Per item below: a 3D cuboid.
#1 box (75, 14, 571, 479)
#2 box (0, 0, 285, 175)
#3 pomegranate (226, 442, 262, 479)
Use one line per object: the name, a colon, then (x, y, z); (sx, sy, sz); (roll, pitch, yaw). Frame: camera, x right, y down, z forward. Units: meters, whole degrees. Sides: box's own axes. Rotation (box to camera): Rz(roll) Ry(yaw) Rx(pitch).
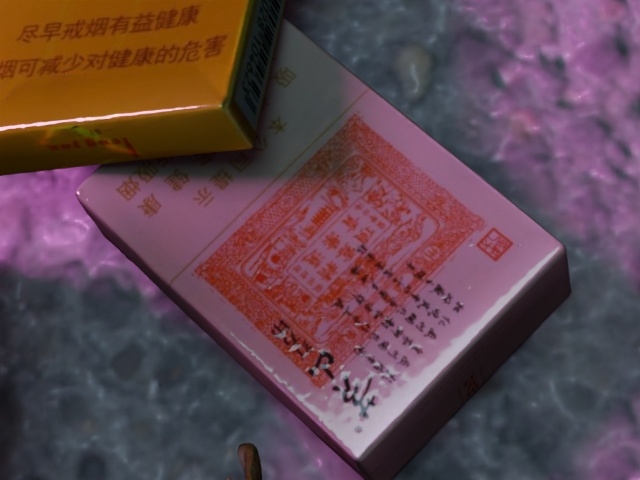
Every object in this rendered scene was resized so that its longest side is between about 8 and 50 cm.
box: (0.000, 0.000, 0.775); (0.141, 0.058, 0.201); (-44, 67, -9)
box: (-0.084, -0.159, 0.832); (0.153, 0.041, 0.279); (-5, 55, 23)
pomegranate: (-0.002, 0.172, 0.662); (0.220, 0.156, 0.156); (5, 65, 44)
